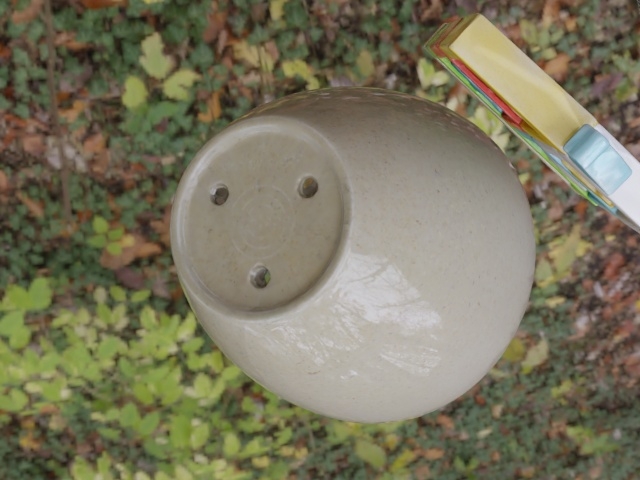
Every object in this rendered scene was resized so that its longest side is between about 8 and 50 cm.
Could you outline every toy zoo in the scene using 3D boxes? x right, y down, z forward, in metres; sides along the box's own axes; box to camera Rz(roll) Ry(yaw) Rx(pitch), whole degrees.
[{"bbox_3d":[0.161,-0.085,0.670,0.030,0.192,0.293,-47,-174,10],"label":"toy zoo"}]

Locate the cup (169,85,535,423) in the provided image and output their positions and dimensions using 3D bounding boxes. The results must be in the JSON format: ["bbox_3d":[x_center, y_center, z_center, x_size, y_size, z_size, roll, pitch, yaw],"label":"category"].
[{"bbox_3d":[0.000,0.000,0.833,0.331,0.331,0.237,-22,163,22],"label":"cup"}]

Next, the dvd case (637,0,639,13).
[{"bbox_3d":[0.339,-0.191,0.719,0.180,0.022,0.253,-19,115,6],"label":"dvd case"}]
